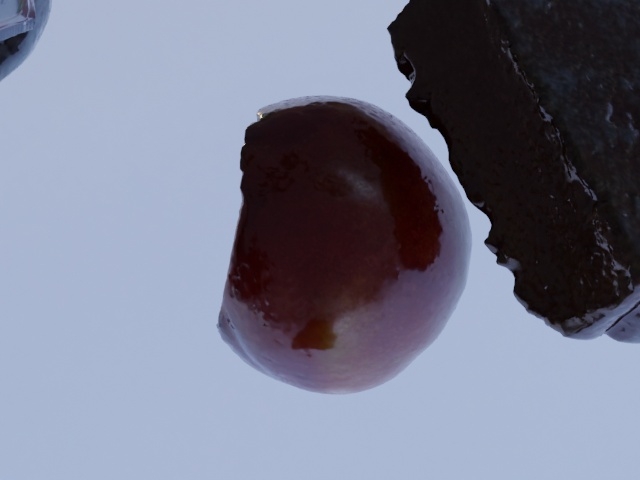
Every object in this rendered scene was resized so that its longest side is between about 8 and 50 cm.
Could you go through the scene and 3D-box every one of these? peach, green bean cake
[{"bbox_3d":[0.000,0.000,1.265,0.190,0.192,0.190,-42,-162,17],"label":"peach"},{"bbox_3d":[0.163,-0.049,1.159,0.198,0.097,0.233,2,-122,-26],"label":"green bean cake"}]

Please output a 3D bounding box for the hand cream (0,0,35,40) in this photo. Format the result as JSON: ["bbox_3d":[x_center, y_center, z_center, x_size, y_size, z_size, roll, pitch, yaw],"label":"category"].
[{"bbox_3d":[-0.163,-0.163,0.911,0.067,0.210,0.043,-25,-119,-26],"label":"hand cream"}]

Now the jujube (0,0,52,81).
[{"bbox_3d":[-0.321,-0.232,1.450,0.215,0.308,0.246,23,-159,28],"label":"jujube"}]
